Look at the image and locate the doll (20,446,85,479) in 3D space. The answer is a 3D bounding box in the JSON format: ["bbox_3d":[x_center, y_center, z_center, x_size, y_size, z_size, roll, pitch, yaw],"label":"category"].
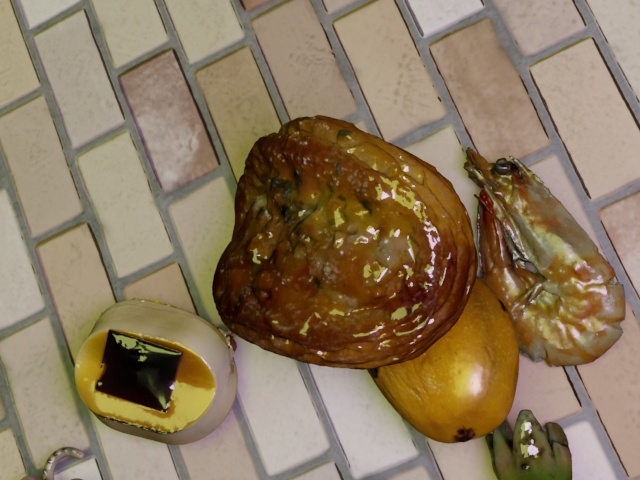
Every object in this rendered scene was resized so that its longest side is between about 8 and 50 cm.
[{"bbox_3d":[-0.272,0.369,1.464,0.278,0.119,0.154,24,87,29],"label":"doll"}]

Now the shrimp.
[{"bbox_3d":[0.245,0.015,1.395,0.154,0.062,0.294,-32,74,15],"label":"shrimp"}]

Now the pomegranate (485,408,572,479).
[{"bbox_3d":[0.230,0.345,1.263,0.242,0.242,0.306,-41,52,6],"label":"pomegranate"}]

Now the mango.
[{"bbox_3d":[0.130,0.104,1.373,0.177,0.120,0.295,-37,47,16],"label":"mango"}]

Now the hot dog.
[{"bbox_3d":[0.000,0.000,1.333,0.387,0.174,0.267,17,90,53],"label":"hot dog"}]

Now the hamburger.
[{"bbox_3d":[-0.205,0.164,1.479,0.210,0.116,0.173,10,91,14],"label":"hamburger"}]
